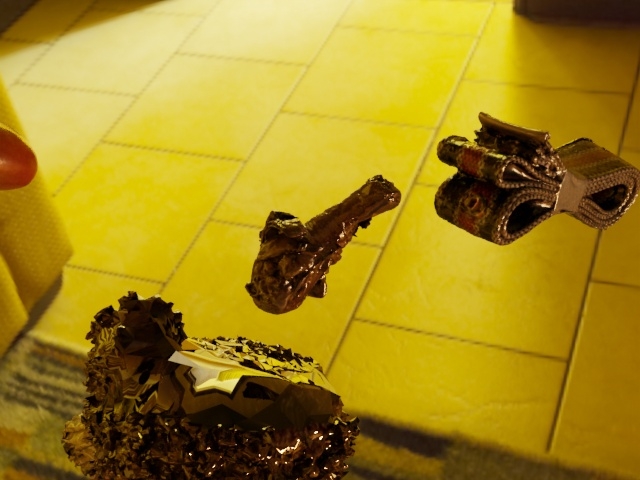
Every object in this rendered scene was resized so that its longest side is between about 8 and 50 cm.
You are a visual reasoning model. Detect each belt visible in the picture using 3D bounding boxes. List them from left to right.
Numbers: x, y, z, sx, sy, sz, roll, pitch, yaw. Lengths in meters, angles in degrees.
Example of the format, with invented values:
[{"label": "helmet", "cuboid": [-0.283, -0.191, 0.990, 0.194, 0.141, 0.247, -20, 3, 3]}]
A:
[{"label": "belt", "cuboid": [0.258, -0.065, 1.046, 0.094, 0.126, 0.359, 27, 17, 37]}]

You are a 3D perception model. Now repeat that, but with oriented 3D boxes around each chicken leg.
[{"label": "chicken leg", "cuboid": [-0.005, -0.001, 1.003, 0.196, 0.125, 0.080, -53, 54, 20]}]

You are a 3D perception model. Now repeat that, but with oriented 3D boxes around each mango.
[{"label": "mango", "cuboid": [-0.612, -0.155, 1.566, 0.146, 0.129, 0.289, 33, 15, 26]}]

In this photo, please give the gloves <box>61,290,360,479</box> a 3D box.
[{"label": "gloves", "cuboid": [-0.089, 0.128, 0.679, 0.210, 0.312, 0.135, 17, 73, -26]}]
